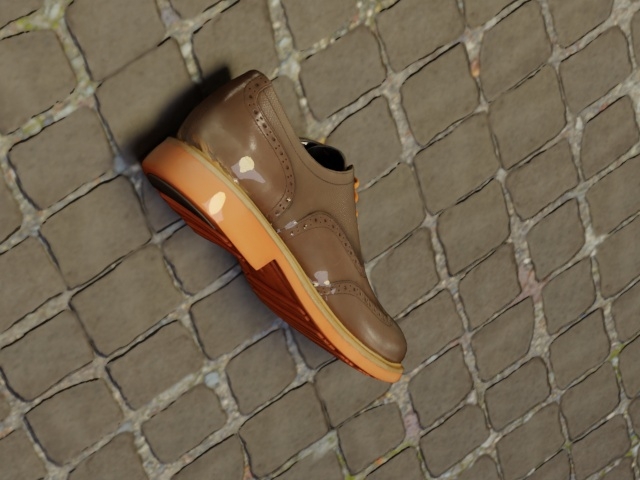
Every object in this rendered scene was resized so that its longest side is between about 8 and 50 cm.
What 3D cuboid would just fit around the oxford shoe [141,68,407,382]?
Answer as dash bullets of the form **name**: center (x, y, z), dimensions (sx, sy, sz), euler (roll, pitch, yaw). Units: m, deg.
- **oxford shoe**: center (0.000, 0.000, 1.558), dimensions (0.132, 0.130, 0.363), euler (-50, 139, -9)
